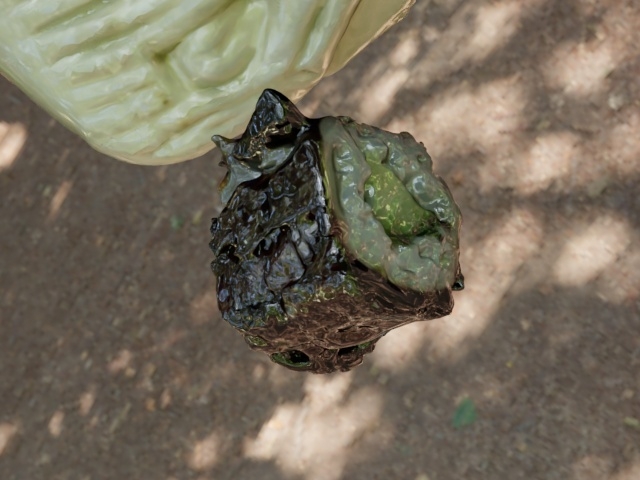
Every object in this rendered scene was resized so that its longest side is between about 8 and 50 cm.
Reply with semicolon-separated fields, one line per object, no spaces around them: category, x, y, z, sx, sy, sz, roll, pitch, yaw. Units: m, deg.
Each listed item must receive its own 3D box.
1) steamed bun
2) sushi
steamed bun;-0.065;-0.253;0.602;0.237;0.347;0.394;-84;-2;-63
sushi;0.001;0.001;0.513;0.084;0.098;0.094;-36;48;45
